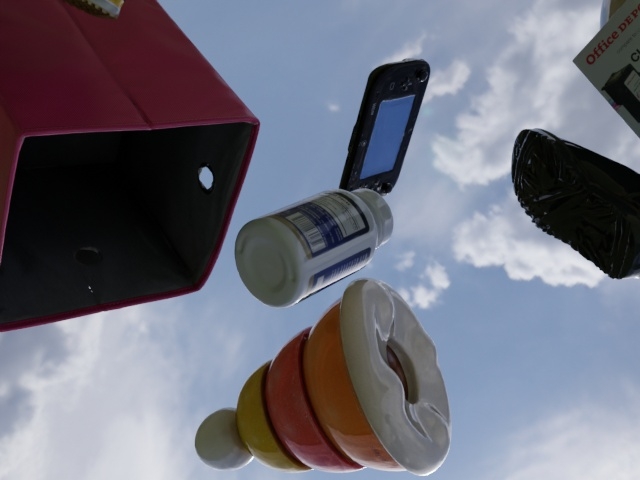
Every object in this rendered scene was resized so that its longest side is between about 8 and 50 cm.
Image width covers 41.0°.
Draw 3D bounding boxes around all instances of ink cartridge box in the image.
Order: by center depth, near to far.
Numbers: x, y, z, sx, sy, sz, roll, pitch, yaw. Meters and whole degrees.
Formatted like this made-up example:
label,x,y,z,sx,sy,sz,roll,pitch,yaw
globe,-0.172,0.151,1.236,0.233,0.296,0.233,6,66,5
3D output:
label,x,y,z,sx,sy,sz,roll,pitch,yaw
ink cartridge box,0.374,-0.175,0.904,0.072,0.175,0.127,-22,159,-40

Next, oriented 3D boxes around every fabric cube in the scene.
label,x,y,z,sx,sy,sz,roll,pitch,yaw
fabric cube,-0.261,-0.096,0.922,0.258,0.259,0.254,51,-46,33

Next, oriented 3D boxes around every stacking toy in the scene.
label,x,y,z,sx,sy,sz,roll,pitch,yaw
stacking toy,-0.037,0.299,1.539,0.479,0.350,0.351,-23,-141,22

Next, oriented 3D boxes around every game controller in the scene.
label,x,y,z,sx,sy,sz,roll,pitch,yaw
game controller,0.124,-0.212,1.712,0.067,0.166,0.319,33,-52,26

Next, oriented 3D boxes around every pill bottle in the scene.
label,x,y,z,sx,sy,sz,roll,pitch,yaw
pill bottle,0.000,0.000,0.891,0.094,0.094,0.169,-14,-173,44

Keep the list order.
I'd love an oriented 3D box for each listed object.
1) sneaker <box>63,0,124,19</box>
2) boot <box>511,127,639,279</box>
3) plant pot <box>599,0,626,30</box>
label,x,y,z,sx,sy,sz,roll,pitch,yaw
sneaker,-0.251,-0.279,0.776,0.069,0.185,0.084,18,-97,51
boot,0.339,-0.045,0.889,0.246,0.207,0.094,-123,-146,-54
plant pot,0.527,-0.286,1.207,0.284,0.284,0.191,-21,-158,39
